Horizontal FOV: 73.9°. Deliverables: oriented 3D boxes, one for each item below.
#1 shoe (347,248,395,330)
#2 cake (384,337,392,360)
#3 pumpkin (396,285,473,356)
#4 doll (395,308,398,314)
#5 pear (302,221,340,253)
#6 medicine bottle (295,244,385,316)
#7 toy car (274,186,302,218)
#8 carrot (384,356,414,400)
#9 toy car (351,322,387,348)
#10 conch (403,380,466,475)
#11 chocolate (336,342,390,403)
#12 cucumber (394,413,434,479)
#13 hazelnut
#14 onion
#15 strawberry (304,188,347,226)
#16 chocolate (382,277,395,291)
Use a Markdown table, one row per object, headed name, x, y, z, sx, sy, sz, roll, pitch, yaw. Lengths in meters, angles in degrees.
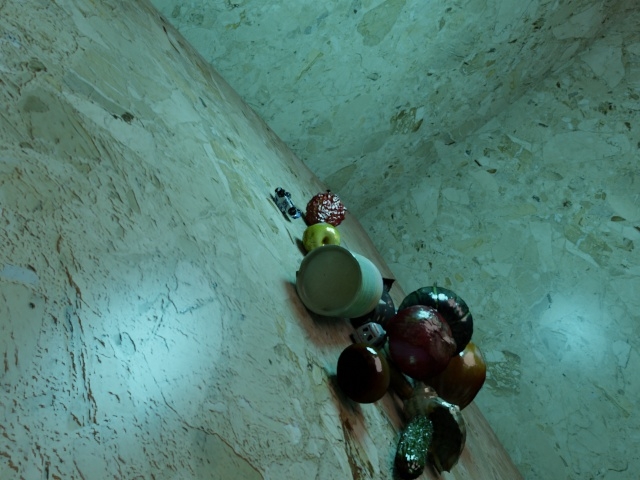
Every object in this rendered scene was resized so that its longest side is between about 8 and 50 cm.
| name | x | y | z | sx | sy | sz | roll | pitch | yaw |
| --- | --- | --- | --- | --- | --- | --- | --- | --- | --- |
| shoe | 0.185 | 0.219 | 1.870 | 0.237 | 0.171 | 0.384 | 29 | 26 | -48 |
| cake | 0.346 | 0.518 | 1.957 | 0.109 | 0.090 | 0.225 | 60 | -6 | 38 |
| pumpkin | 0.480 | 0.352 | 1.804 | 0.323 | 0.323 | 0.241 | 54 | 8 | 6 |
| doll | 0.476 | 0.480 | 2.312 | 0.258 | 0.153 | 0.195 | 52 | 24 | -29 |
| pear | 0.000 | 0.000 | 1.845 | 0.178 | 0.178 | 0.178 | 50 | 11 | -14 |
| medicine bottle | 0.099 | 0.162 | 1.537 | 0.236 | 0.235 | 0.406 | 57 | 13 | 21 |
| toy car | -0.156 | -0.169 | 1.947 | 0.171 | 0.070 | 0.080 | 57 | 12 | 14 |
| carrot | 0.295 | 0.540 | 1.617 | 0.260 | 0.070 | 0.070 | 52 | 11 | -17 |
| toy car | 0.203 | 0.373 | 1.638 | 0.089 | 0.108 | 0.209 | 59 | 12 | 28 |
| conch | 0.407 | 0.630 | 1.469 | 0.159 | 0.210 | 0.292 | 3 | 63 | -54 |
| chocolate | 0.127 | 0.376 | 1.205 | 0.177 | 0.176 | 0.177 | 50 | 11 | -14 |
| cucumber | 0.272 | 0.611 | 1.246 | 0.096 | 0.096 | 0.359 | 56 | 14 | 14 |
| hazelnut | 0.588 | 0.617 | 1.951 | 0.372 | 0.315 | 0.373 | -25 | 119 | -58 |
| onion | 0.367 | 0.372 | 1.563 | 0.276 | 0.276 | 0.276 | 50 | 11 | -14 |
| strawberry | 0.019 | -0.129 | 2.241 | 0.234 | 0.233 | 0.178 | 49 | 32 | -19 |
| chocolate | 0.255 | 0.269 | 2.198 | 0.224 | 0.206 | 0.177 | 16 | 81 | -56 |
